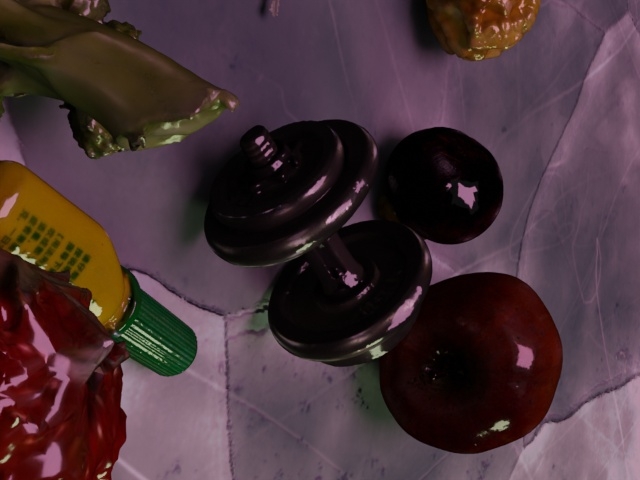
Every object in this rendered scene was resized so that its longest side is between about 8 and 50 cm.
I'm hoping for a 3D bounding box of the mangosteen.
[{"bbox_3d":[0.142,-0.059,1.391,0.152,0.152,0.152,-5,97,-50],"label":"mangosteen"}]

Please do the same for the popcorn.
[{"bbox_3d":[0.198,-0.324,1.434,0.163,0.140,0.194,-24,101,-39],"label":"popcorn"}]

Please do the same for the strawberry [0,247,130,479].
[{"bbox_3d":[-0.285,0.152,0.762,0.292,0.292,0.343,32,77,-47],"label":"strawberry"}]

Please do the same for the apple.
[{"bbox_3d":[0.179,0.147,1.381,0.234,0.234,0.234,-5,97,-50],"label":"apple"}]

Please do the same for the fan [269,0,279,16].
[{"bbox_3d":[-0.040,-0.397,1.228,0.191,0.009,0.329,7,84,-52],"label":"fan"}]

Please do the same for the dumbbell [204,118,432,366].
[{"bbox_3d":[0.000,0.000,1.168,0.192,0.192,0.290,-56,130,-32],"label":"dumbbell"}]

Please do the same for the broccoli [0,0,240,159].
[{"bbox_3d":[-0.218,-0.121,0.855,0.186,0.302,0.254,-48,177,2],"label":"broccoli"}]

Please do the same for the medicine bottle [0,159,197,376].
[{"bbox_3d":[-0.209,0.041,1.000,0.111,0.076,0.309,-38,138,7],"label":"medicine bottle"}]
